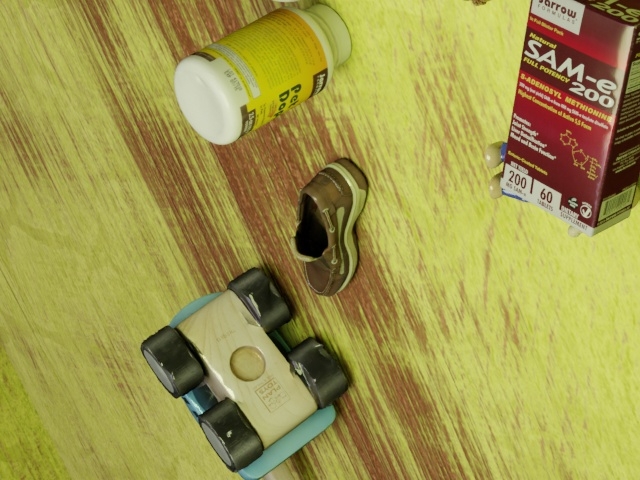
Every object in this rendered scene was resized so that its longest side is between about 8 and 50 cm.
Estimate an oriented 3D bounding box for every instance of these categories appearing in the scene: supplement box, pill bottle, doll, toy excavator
[{"bbox_3d":[0.267,-0.140,1.490,0.130,0.073,0.239,32,131,36],"label":"supplement box"},{"bbox_3d":[-0.066,-0.212,1.803,0.117,0.215,0.117,36,145,32],"label":"pill bottle"},{"bbox_3d":[0.272,-0.062,1.622,0.189,0.046,0.129,12,119,43],"label":"doll"},{"bbox_3d":[-0.094,0.299,2.396,0.433,0.222,0.445,52,164,7],"label":"toy excavator"}]

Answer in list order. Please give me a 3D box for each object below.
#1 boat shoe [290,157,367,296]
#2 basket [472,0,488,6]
[{"bbox_3d":[-0.006,-0.005,2.035,0.095,0.095,0.257,40,146,27],"label":"boat shoe"},{"bbox_3d":[0.055,-0.404,1.550,0.299,0.223,0.214,36,116,33],"label":"basket"}]
